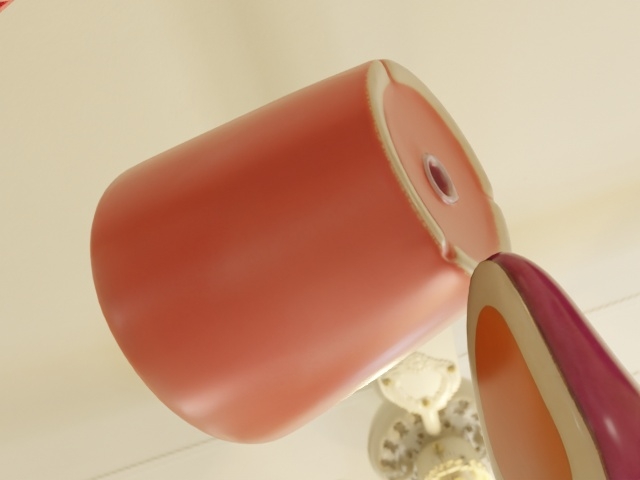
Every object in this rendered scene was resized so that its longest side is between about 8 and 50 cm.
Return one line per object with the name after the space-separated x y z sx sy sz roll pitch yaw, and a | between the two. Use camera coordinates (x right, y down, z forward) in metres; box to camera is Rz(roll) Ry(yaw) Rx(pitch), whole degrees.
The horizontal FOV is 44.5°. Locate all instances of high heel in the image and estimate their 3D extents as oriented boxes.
0.223 0.163 0.459 0.181 0.127 0.377 -21 -94 -18 | high heel

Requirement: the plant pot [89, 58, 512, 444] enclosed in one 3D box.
0.000 0.000 0.631 0.243 0.275 0.275 -29 -62 28 | plant pot

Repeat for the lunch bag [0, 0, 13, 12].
-0.177 -0.243 0.401 0.293 0.120 0.258 -29 -106 19 | lunch bag
